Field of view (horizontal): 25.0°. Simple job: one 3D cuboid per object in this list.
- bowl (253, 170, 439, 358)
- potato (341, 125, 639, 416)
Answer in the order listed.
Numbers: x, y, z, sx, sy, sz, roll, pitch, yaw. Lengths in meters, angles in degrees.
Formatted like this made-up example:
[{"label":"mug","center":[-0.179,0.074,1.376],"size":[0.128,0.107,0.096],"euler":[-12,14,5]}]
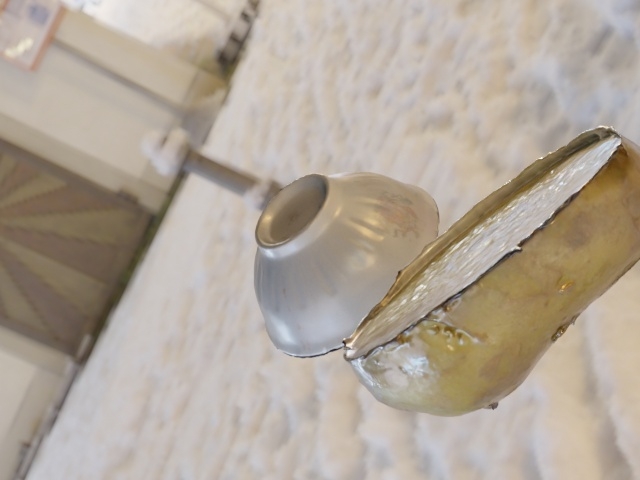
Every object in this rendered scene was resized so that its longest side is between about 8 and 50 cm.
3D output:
[{"label":"bowl","center":[0.000,0.000,1.229],"size":[0.189,0.086,0.189],"euler":[-32,32,23]},{"label":"potato","center":[0.110,0.026,0.797],"size":[0.200,0.081,0.164],"euler":[-42,7,3]}]
